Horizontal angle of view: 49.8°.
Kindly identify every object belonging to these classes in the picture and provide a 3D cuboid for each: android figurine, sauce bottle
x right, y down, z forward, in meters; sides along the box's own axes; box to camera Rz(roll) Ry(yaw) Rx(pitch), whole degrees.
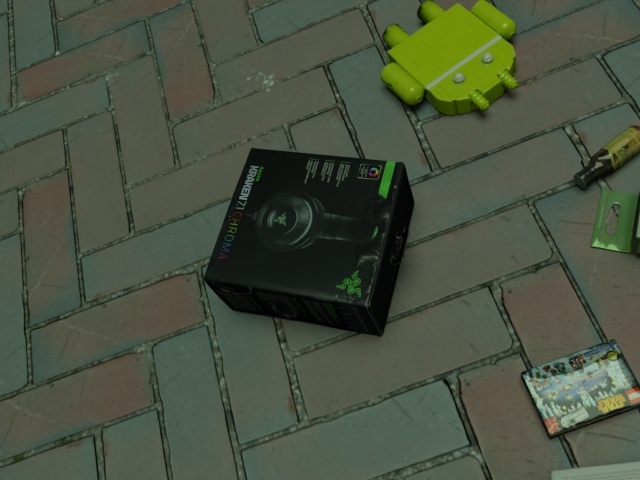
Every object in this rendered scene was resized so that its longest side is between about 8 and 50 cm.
[{"bbox_3d":[0.237,-0.330,1.243,0.248,0.056,0.273,-34,57,-3],"label":"android figurine"},{"bbox_3d":[0.454,-0.129,1.079,0.128,0.042,0.042,-39,59,-4],"label":"sauce bottle"}]

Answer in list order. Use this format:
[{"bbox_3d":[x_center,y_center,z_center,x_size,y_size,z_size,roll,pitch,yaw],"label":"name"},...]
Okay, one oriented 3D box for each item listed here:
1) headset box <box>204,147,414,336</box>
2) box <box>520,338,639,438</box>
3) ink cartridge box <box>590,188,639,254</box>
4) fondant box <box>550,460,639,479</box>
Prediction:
[{"bbox_3d":[0.000,0.000,1.089,0.283,0.131,0.246,9,66,20],"label":"headset box"},{"bbox_3d":[0.356,0.201,0.938,0.137,0.027,0.094,-22,60,4],"label":"box"},{"bbox_3d":[0.512,-0.032,0.997,0.209,0.062,0.109,11,67,22],"label":"ink cartridge box"},{"bbox_3d":[0.404,0.406,0.736,0.238,0.096,0.330,-10,46,11],"label":"fondant box"}]
